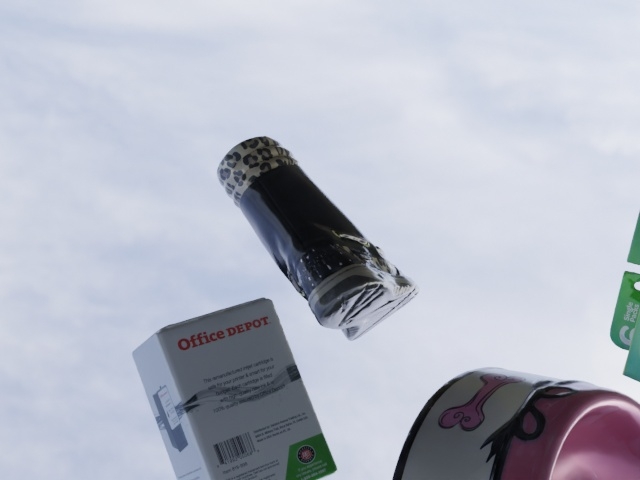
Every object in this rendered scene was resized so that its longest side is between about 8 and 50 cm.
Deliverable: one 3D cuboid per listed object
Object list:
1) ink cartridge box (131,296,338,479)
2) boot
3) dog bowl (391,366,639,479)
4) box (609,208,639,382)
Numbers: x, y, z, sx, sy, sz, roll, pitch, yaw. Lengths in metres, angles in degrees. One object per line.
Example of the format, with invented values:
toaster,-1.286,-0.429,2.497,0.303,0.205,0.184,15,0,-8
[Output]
ink cartridge box,-0.095,0.184,1.238,0.153,0.087,0.208,-14,-102,-35
boot,0.001,-0.001,1.064,0.178,0.085,0.236,53,-173,15
dog bowl,0.246,0.325,1.151,0.150,0.408,0.408,-13,-168,40
box,0.246,0.050,0.635,0.179,0.105,0.043,23,-154,36
